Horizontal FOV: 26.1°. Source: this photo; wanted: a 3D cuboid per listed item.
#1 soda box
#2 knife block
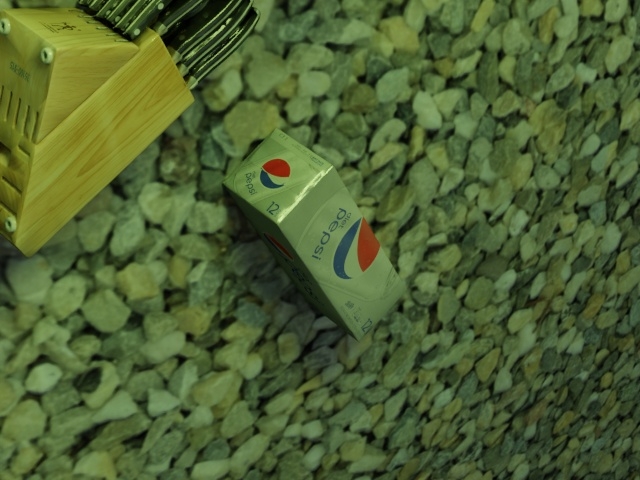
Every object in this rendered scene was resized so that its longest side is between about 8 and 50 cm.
[{"bbox_3d":[0.000,0.000,1.570,0.091,0.098,0.286,-47,144,-10],"label":"soda box"},{"bbox_3d":[-0.178,-0.134,1.252,0.242,0.088,0.276,-9,125,-45],"label":"knife block"}]
